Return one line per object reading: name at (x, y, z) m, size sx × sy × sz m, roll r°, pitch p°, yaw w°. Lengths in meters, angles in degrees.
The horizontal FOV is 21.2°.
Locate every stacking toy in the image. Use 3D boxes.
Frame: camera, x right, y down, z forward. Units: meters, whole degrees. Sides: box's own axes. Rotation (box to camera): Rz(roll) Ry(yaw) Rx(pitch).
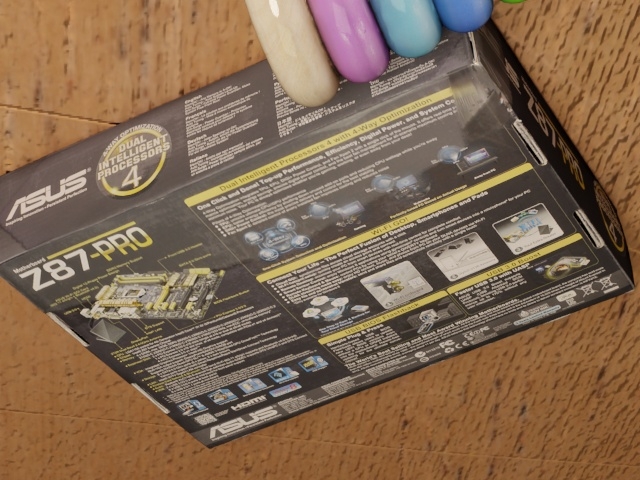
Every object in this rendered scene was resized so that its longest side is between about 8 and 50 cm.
stacking toy at (0.117, -0.195, 1.045) m, size 0.330 × 0.141 × 0.141 m, roll -18°, pitch 141°, yaw 8°

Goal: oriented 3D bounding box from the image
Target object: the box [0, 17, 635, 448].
box at (0.000, 0.000, 1.302) m, size 0.395 × 0.097 × 0.318 m, roll -22°, pitch 142°, yaw 19°
